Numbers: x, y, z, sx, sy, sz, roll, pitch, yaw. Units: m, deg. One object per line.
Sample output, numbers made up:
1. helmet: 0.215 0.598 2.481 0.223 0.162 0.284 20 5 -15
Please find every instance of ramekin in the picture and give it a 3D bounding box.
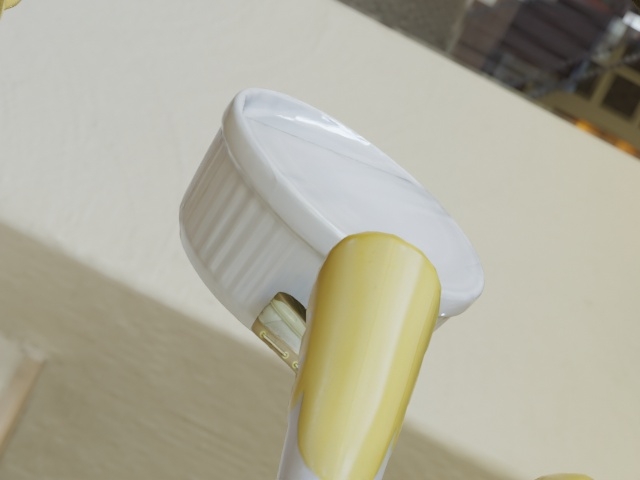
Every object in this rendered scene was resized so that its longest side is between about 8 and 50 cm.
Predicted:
1. ramekin: 0.000 0.000 1.345 0.127 0.273 0.273 -51 -171 20

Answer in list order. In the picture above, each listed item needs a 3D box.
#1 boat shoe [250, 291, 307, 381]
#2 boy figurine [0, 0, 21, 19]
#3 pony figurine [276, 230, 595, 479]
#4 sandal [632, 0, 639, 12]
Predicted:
1. boat shoe: -0.001 0.103 1.208 0.045 0.135 0.050 -43 163 11
2. boy figurine: -0.252 -0.143 0.945 0.177 0.092 0.285 -34 174 -33
3. pony figurine: -0.025 0.225 0.409 0.363 0.303 0.351 -64 171 -54
4. sandal: 0.199 -0.210 0.929 0.060 0.219 0.090 -10 152 -48
